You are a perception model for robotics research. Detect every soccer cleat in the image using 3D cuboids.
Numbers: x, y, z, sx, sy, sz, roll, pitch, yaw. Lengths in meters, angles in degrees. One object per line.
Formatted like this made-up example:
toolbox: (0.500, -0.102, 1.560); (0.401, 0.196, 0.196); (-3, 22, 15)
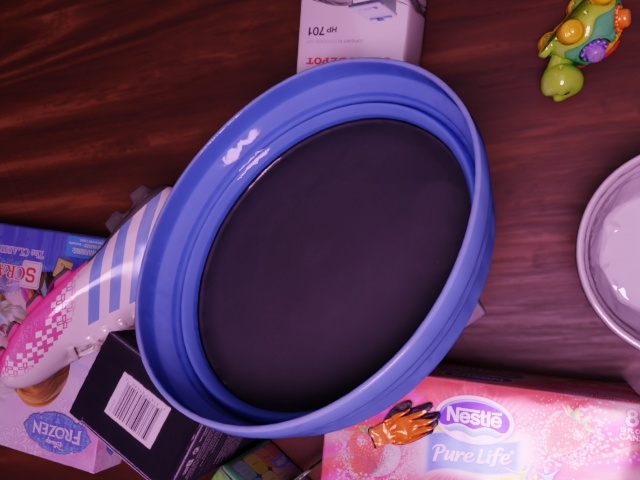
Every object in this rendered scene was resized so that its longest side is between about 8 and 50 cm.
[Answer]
soccer cleat: (-0.257, 0.081, 0.758); (0.143, 0.116, 0.331); (41, 90, 3)

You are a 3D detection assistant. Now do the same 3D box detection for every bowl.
bowl: (-0.017, -0.001, 0.599); (0.391, 0.077, 0.391); (-19, 53, 27)

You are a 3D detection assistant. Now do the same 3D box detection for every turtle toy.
turtle toy: (0.283, -0.215, 0.663); (0.066, 0.095, 0.130); (37, 99, -2)

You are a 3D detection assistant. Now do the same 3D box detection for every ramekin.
ramekin: (0.360, 0.015, 0.596); (0.207, 0.109, 0.207); (-2, 84, 21)

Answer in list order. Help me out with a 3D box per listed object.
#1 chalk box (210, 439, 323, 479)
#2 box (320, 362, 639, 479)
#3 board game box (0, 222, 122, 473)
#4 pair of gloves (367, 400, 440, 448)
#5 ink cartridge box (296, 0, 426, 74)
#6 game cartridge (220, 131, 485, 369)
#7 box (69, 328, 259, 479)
chalk box: (-0.075, 0.334, 0.717); (0.132, 0.132, 0.213); (37, 97, 19)
box: (0.164, 0.211, 0.633); (0.300, 0.142, 0.154); (4, 85, 21)
board game box: (-0.416, 0.140, 0.896); (0.318, 0.066, 0.318); (6, 87, 20)
pair of gloves: (0.072, 0.155, 0.591); (0.074, 0.010, 0.083); (-22, 75, 17)
ink cartridge box: (0.053, -0.284, 0.741); (0.139, 0.082, 0.191); (6, 93, 21)
game cartridge: (0.000, 0.000, 0.678); (0.230, 0.068, 0.355); (-34, 47, 11)
box: (-0.154, 0.183, 0.720); (0.153, 0.207, 0.108); (30, 96, 21)
